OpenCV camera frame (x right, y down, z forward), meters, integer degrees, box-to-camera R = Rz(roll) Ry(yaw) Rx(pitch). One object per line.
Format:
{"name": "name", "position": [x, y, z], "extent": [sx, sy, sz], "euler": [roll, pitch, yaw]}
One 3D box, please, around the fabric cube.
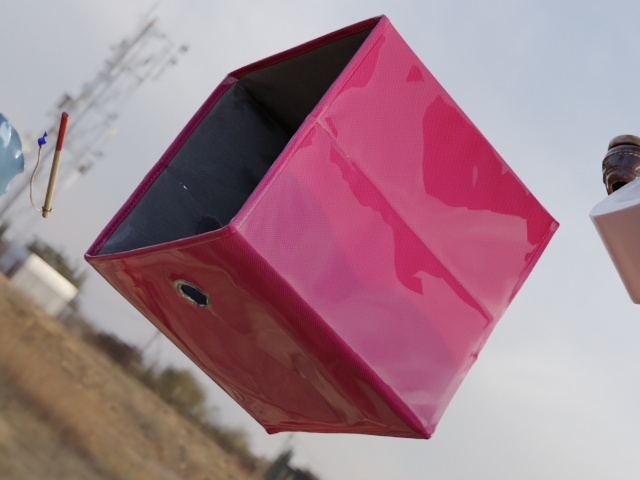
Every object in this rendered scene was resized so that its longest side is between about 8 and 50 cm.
{"name": "fabric cube", "position": [0.000, 0.000, 1.238], "extent": [0.258, 0.259, 0.254], "euler": [47, -30, -23]}

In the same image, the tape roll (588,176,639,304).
{"name": "tape roll", "position": [0.403, -0.044, 1.318], "extent": [0.100, 0.286, 0.286], "euler": [63, -12, -2]}

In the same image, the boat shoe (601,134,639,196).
{"name": "boat shoe", "position": [0.372, -0.027, 1.597], "extent": [0.073, 0.073, 0.207], "euler": [-15, -47, 29]}

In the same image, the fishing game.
{"name": "fishing game", "position": [-0.390, -0.074, 1.404], "extent": [0.041, 0.264, 0.189], "euler": [58, -38, 43]}
